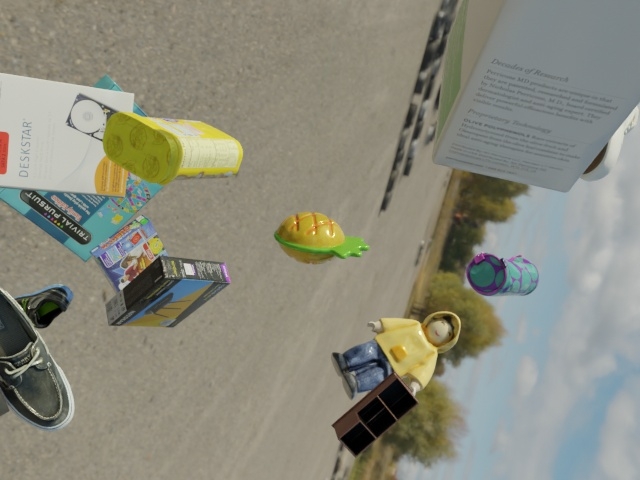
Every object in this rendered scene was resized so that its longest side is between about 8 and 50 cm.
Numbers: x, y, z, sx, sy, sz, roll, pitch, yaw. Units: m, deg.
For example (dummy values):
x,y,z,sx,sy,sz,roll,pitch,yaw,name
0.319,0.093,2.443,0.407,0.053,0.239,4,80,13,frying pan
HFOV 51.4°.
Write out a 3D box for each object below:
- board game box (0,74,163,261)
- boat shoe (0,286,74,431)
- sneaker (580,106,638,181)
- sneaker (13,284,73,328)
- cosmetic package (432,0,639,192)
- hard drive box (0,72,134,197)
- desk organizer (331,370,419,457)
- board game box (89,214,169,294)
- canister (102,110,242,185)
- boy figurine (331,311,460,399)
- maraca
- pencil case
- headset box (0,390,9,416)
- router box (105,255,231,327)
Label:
x,y,z,sx,sy,sz,roll,pitch,yaw,name
-0.495,-0.153,1.464,0.336,0.079,0.254,-44,131,-3,board game box
-0.606,0.235,1.323,0.121,0.335,0.119,-34,-179,-27,boat shoe
0.493,-0.197,1.124,0.106,0.123,0.290,-39,-155,49,sneaker
-0.619,0.155,1.422,0.078,0.188,0.067,-103,168,-53,sneaker
0.223,-0.229,0.570,0.365,0.155,0.197,102,1,-58,cosmetic package
-0.441,-0.171,1.103,0.089,0.232,0.181,21,-74,62,hard drive box
0.083,0.265,1.013,0.130,0.047,0.050,-41,-169,0,desk organizer
-0.394,0.060,1.443,0.136,0.035,0.201,-39,137,-24,board game box
-0.209,-0.134,0.970,0.170,0.126,0.073,-12,127,-60,canister
0.172,0.234,1.375,0.092,0.285,0.177,91,-23,-63,boy figurine
0.000,0.000,1.281,0.127,0.186,0.099,-41,141,-58,maraca
0.289,0.054,1.047,0.152,0.064,0.070,8,65,-53,pencil case
-0.747,0.344,1.223,0.110,0.293,0.218,65,27,-3,headset box
-0.258,0.090,1.123,0.133,0.046,0.179,9,144,-46,router box
